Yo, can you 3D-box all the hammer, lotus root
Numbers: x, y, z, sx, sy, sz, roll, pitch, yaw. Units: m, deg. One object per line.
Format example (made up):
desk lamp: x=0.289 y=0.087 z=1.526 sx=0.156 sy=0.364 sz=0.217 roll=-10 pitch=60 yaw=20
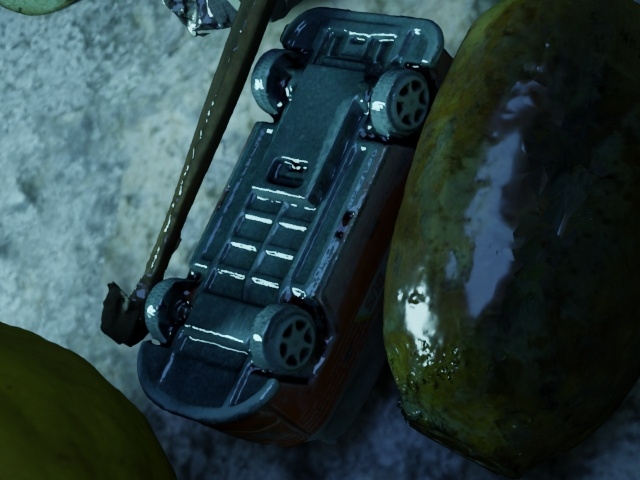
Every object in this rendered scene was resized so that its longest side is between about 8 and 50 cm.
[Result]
hammer: x=-0.066 y=-0.073 z=1.204 sx=0.027 sy=0.125 sz=0.297 roll=24 pitch=100 yaw=6
lotus root: x=0.122 y=-0.008 z=1.094 sx=0.160 sy=0.152 sz=0.275 roll=17 pitch=83 yaw=-4

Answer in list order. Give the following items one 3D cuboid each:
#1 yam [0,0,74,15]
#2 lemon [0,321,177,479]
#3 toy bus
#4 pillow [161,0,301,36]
yam: x=-0.224 y=-0.221 z=1.440 sx=0.070 sy=0.070 sz=0.146 roll=-38 pitch=54 yaw=8
lemon: x=-0.222 y=0.168 z=1.138 sx=0.285 sy=0.285 sz=0.316 roll=-38 pitch=32 yaw=7
toy bus: x=0.000 y=0.000 z=1.177 sx=0.121 sy=0.120 sz=0.265 roll=12 pitch=71 yaw=41
pillow: x=0.022 y=-0.264 z=1.312 sx=0.335 sy=0.092 sz=0.161 roll=-31 pitch=60 yaw=13
